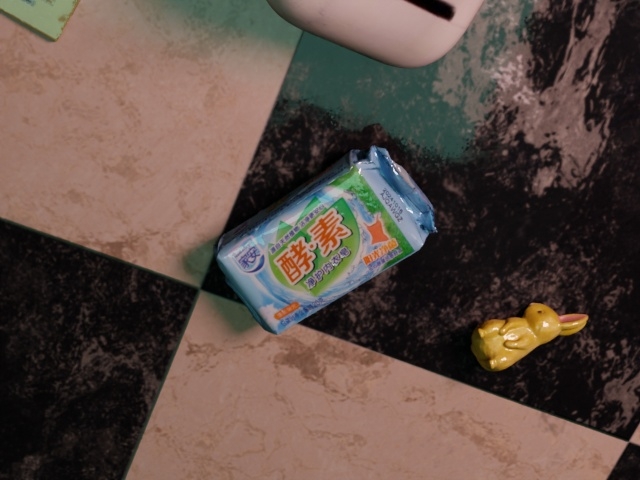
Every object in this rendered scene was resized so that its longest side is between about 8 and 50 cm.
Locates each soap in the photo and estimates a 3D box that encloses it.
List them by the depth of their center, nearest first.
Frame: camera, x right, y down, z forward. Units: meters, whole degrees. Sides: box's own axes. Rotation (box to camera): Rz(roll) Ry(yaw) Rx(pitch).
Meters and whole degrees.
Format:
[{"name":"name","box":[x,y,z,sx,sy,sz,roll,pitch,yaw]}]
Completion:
[{"name":"soap","box":[0.000,0.000,1.461,0.293,0.077,0.156,-33,110,12]}]

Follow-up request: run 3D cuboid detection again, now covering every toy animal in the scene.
[{"name":"toy animal","box":[0.287,0.124,1.534,0.159,0.083,0.070,-20,86,-5]}]

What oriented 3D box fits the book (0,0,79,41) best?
[{"name":"book","box":[-0.346,-0.360,1.336,0.168,0.013,0.192,30,109,-13]}]

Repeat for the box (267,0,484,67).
[{"name":"box","box":[0.105,-0.368,1.232,0.288,0.141,0.349,13,117,-44]}]
